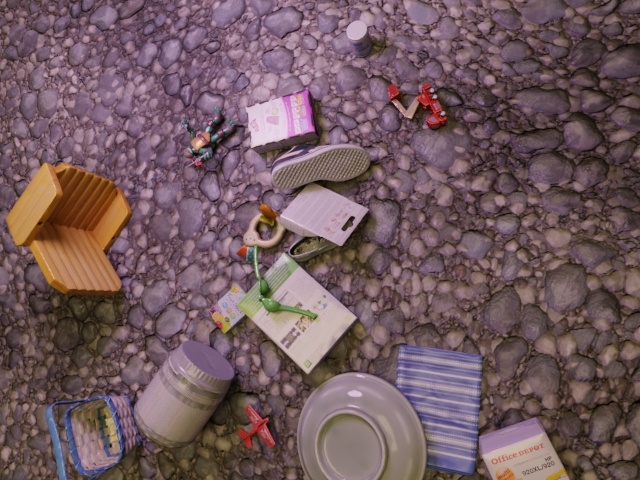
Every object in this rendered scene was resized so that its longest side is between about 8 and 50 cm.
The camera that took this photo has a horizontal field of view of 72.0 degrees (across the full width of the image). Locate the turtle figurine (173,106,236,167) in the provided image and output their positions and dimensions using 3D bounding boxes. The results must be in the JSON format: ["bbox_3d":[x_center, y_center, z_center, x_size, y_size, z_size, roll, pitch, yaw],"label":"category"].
[{"bbox_3d":[-0.423,-0.362,1.571,0.234,0.118,0.175,-44,87,-10],"label":"turtle figurine"}]

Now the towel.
[{"bbox_3d":[0.331,0.484,1.271,0.243,0.040,0.335,5,83,16],"label":"towel"}]

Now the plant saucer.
[{"bbox_3d":[0.097,0.588,1.262,0.401,0.100,0.400,-5,77,23],"label":"plant saucer"}]

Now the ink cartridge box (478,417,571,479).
[{"bbox_3d":[0.537,0.608,1.125,0.171,0.168,0.232,-26,75,11],"label":"ink cartridge box"}]

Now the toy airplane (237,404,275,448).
[{"bbox_3d":[-0.208,0.608,1.408,0.151,0.028,0.151,-3,80,16],"label":"toy airplane"}]

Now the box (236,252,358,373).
[{"bbox_3d":[-0.074,0.225,1.396,0.322,0.058,0.232,41,83,16],"label":"box"}]

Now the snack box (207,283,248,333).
[{"bbox_3d":[-0.296,0.230,1.485,0.141,0.037,0.100,-42,75,5],"label":"snack box"}]

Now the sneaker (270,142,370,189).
[{"bbox_3d":[-0.007,-0.257,1.429,0.321,0.127,0.126,-11,123,-6],"label":"sneaker"}]

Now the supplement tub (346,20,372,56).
[{"bbox_3d":[0.130,-0.668,1.465,0.071,0.107,0.070,-2,81,16],"label":"supplement tub"}]

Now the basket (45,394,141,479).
[{"bbox_3d":[-0.733,0.632,1.415,0.201,0.289,0.254,-24,73,6],"label":"basket"}]

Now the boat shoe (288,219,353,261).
[{"bbox_3d":[-0.001,-0.001,1.414,0.228,0.081,0.079,-30,75,10],"label":"boat shoe"}]

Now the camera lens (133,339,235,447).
[{"bbox_3d":[-0.430,0.485,1.389,0.219,0.219,0.274,36,93,18],"label":"camera lens"}]

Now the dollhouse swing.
[{"bbox_3d":[-0.782,-0.028,1.499,0.305,0.347,0.315,37,92,18],"label":"dollhouse swing"}]

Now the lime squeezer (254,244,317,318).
[{"bbox_3d":[-0.151,0.151,1.371,0.110,0.059,0.310,-42,71,-4],"label":"lime squeezer"}]

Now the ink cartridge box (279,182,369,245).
[{"bbox_3d":[0.012,-0.076,1.395,0.225,0.056,0.181,28,58,16],"label":"ink cartridge box"}]

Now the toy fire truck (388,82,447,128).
[{"bbox_3d":[0.309,-0.430,1.410,0.135,0.047,0.192,-23,77,12],"label":"toy fire truck"}]

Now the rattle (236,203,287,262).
[{"bbox_3d":[-0.214,-0.016,1.452,0.200,0.143,0.130,-37,92,2],"label":"rattle"}]

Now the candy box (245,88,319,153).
[{"bbox_3d":[-0.131,-0.407,1.518,0.234,0.071,0.159,-11,79,13],"label":"candy box"}]
